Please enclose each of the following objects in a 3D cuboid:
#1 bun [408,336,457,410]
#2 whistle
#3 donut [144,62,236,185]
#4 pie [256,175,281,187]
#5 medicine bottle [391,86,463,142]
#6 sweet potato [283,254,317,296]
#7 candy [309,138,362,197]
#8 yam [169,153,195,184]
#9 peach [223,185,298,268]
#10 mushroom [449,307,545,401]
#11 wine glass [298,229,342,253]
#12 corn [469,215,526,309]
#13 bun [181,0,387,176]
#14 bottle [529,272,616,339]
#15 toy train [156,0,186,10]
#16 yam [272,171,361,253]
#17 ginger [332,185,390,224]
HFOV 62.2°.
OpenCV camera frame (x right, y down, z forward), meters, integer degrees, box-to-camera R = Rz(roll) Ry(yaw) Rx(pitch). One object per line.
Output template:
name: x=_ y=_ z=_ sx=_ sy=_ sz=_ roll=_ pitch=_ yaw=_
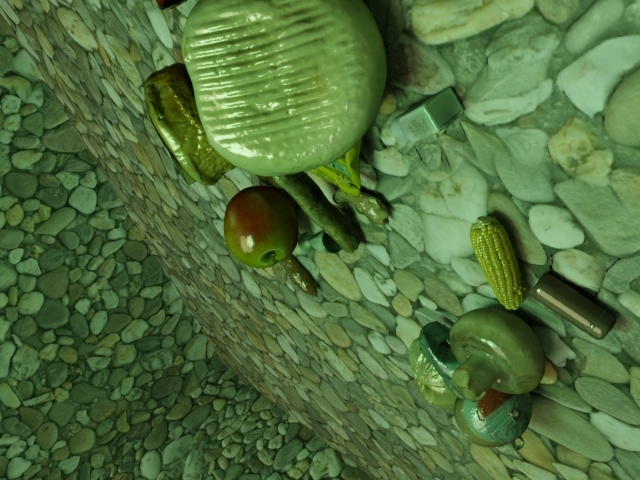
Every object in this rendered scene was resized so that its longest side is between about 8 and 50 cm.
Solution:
bun: x=0.306 y=0.360 z=1.391 sx=0.222 sy=0.127 sz=0.222 roll=36 pitch=153 yaw=22
whistle: x=0.359 y=0.334 z=1.227 sx=0.348 sy=0.189 sz=0.189 roll=53 pitch=155 yaw=9
donut: x=-0.316 y=-0.308 z=1.344 sx=0.330 sy=0.160 sz=0.330 roll=54 pitch=-168 yaw=-16
pie: x=-0.151 y=-0.221 z=1.419 sx=0.195 sy=0.046 sz=0.195 roll=40 pitch=155 yaw=23
medicine bottle: x=0.174 y=-0.205 z=0.901 sx=0.055 sy=0.074 sz=0.118 roll=55 pitch=153 yaw=-12
sweet potato: x=-0.077 y=0.105 z=1.730 sx=0.068 sy=0.060 sz=0.206 roll=-36 pitch=83 yaw=30
candy: x=0.031 y=-0.229 z=1.081 sx=0.187 sy=0.081 sz=0.297 roll=36 pitch=142 yaw=26
yam: x=-0.431 y=-0.278 z=1.714 sx=0.107 sy=0.107 sz=0.194 roll=23 pitch=144 yaw=42
peach: x=-0.163 y=-0.039 z=1.481 sx=0.231 sy=0.231 sz=0.231 roll=37 pitch=151 yaw=24
mushroom: x=0.348 y=0.246 z=1.094 sx=0.204 sy=0.204 sz=0.204 roll=37 pitch=151 yaw=24
wine glass: x=0.000 y=0.000 z=1.457 sx=0.073 sy=0.073 sz=0.155 roll=57 pitch=156 yaw=-16
corn: x=0.333 y=0.041 z=0.992 sx=0.067 sy=0.067 sz=0.206 roll=6 pitch=132 yaw=54
bun: x=-0.065 y=-0.289 z=0.928 sx=0.361 sy=0.213 sz=0.361 roll=4 pitch=111 yaw=11
bottle: x=0.443 y=0.115 z=0.935 sx=0.140 sy=0.053 sz=0.053 roll=38 pitch=152 yaw=23
toy train: x=-0.280 y=-0.613 z=1.050 sx=0.089 sy=0.086 sz=0.409 roll=53 pitch=154 yaw=-5
yam: x=-0.004 y=-0.080 z=1.269 sx=0.317 sy=0.067 sz=0.071 roll=44 pitch=-164 yaw=-34
ginger: x=0.091 y=-0.089 z=1.222 sx=0.173 sy=0.051 sz=0.069 roll=35 pitch=163 yaw=41
